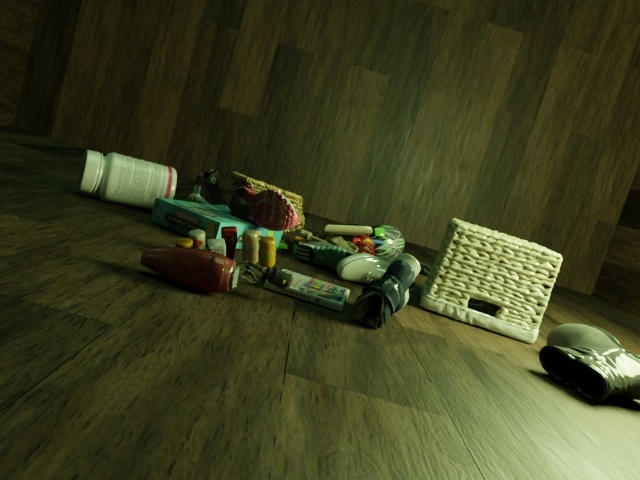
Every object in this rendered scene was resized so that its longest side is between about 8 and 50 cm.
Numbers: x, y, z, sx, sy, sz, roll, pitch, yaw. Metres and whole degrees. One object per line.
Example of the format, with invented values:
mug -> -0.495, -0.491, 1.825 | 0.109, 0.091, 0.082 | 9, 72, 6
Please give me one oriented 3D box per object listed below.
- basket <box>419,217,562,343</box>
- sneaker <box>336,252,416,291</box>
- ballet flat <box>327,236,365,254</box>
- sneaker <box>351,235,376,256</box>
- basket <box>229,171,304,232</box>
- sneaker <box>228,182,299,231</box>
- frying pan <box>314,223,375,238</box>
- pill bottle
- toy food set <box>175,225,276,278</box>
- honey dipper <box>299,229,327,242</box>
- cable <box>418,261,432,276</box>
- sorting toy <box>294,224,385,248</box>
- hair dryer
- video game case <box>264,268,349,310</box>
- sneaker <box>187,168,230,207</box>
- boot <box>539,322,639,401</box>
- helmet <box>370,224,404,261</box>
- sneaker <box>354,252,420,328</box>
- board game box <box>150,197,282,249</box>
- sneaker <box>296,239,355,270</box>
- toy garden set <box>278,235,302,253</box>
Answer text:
basket -> 0.492, 0.105, 1.689 | 0.329, 0.266, 0.331 | 18, 9, 9
sneaker -> 0.174, 0.101, 1.692 | 0.258, 0.094, 0.091 | 6, 26, -25
ballet flat -> 0.106, 0.049, 1.818 | 0.067, 0.073, 0.206 | -32, 57, -27
sneaker -> 0.147, 0.046, 1.946 | 0.108, 0.118, 0.279 | 13, 7, -16
basket -> -0.181, -0.154, 2.059 | 0.214, 0.222, 0.299 | -15, 14, -16
sneaker -> -0.159, -0.103, 1.757 | 0.112, 0.120, 0.299 | 14, 7, -43
frying pan -> 0.127, -0.027, 2.285 | 0.326, 0.053, 0.197 | -5, 20, 29
pill bottle -> -0.630, -0.195, 1.857 | 0.283, 0.160, 0.160 | 13, 8, -30
toy food set -> -0.229, 0.035, 1.373 | 0.233, 0.104, 0.111 | -4, 26, -15
honey dipper -> 0.000, 0.000, 1.955 | 0.161, 0.030, 0.030 | 21, 8, 28
cable -> 0.453, 0.119, 2.395 | 0.151, 0.047, 0.184 | 12, 7, -33
sorting toy -> 0.074, -0.019, 2.090 | 0.348, 0.047, 0.196 | 2, -22, -15
hair dryer -> -0.226, 0.069, 1.175 | 0.294, 0.080, 0.224 | 18, -12, -35
video game case -> -0.027, 0.116, 1.368 | 0.184, 0.023, 0.201 | 17, 6, 6
sneaker -> -0.414, -0.198, 2.287 | 0.107, 0.162, 0.281 | 10, -4, 20
boot -> 0.585, 0.261, 1.300 | 0.223, 0.118, 0.338 | 8, 5, -20
helmet -> 0.251, 0.013, 2.292 | 0.162, 0.169, 0.169 | 0, -6, 41
sneaker -> 0.137, 0.142, 1.294 | 0.086, 0.163, 0.226 | 33, -30, 16
board game box -> -0.313, -0.048, 1.771 | 0.254, 0.079, 0.336 | 21, 8, 27
sneaker -> 0.041, 0.038, 1.782 | 0.224, 0.083, 0.098 | 16, 27, 18
toy garden set -> -0.034, 0.030, 1.938 | 0.245, 0.049, 0.204 | 15, 7, -12
